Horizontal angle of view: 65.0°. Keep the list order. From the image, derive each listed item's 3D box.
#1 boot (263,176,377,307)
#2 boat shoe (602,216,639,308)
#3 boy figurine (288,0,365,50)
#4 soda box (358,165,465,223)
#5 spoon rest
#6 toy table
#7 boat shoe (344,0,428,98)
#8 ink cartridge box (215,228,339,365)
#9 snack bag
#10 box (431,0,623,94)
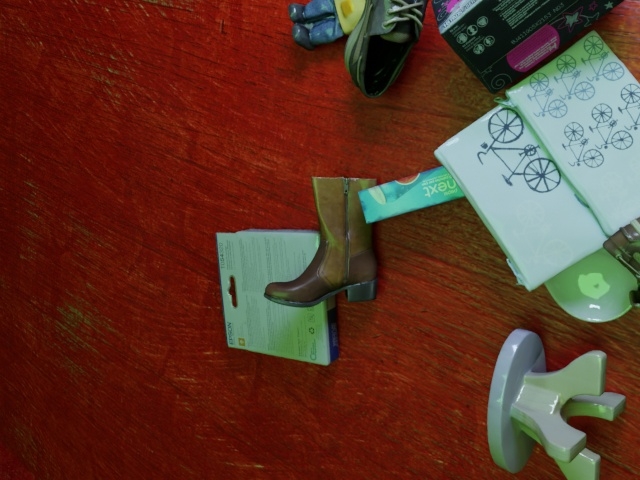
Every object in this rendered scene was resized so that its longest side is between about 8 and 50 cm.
[{"bbox_3d":[0.000,0.000,1.106,0.264,0.096,0.281,-3,98,-1],"label":"boot"},{"bbox_3d":[0.552,0.081,0.817,0.095,0.095,0.257,-34,95,24],"label":"boat shoe"},{"bbox_3d":[0.074,-0.479,1.040,0.285,0.092,0.177,-5,93,35],"label":"boy figurine"},{"bbox_3d":[0.189,-0.096,1.027,0.210,0.067,0.071,-15,91,21],"label":"soda box"},{"bbox_3d":[0.434,0.035,0.911,0.276,0.084,0.137,42,118,20],"label":"spoon rest"},{"bbox_3d":[0.417,0.309,0.900,0.160,0.252,0.274,9,115,48],"label":"toy table"},{"bbox_3d":[0.144,-0.410,0.913,0.355,0.132,0.130,109,153,-55],"label":"boat shoe"},{"bbox_3d":[-0.113,0.133,1.287,0.330,0.071,0.324,2,101,34],"label":"ink cartridge box"},{"bbox_3d":[0.410,-0.132,0.862,0.342,0.037,0.323,-34,80,13],"label":"snack bag"},{"bbox_3d":[0.331,-0.400,0.822,0.163,0.142,0.247,35,127,-29],"label":"box"}]
